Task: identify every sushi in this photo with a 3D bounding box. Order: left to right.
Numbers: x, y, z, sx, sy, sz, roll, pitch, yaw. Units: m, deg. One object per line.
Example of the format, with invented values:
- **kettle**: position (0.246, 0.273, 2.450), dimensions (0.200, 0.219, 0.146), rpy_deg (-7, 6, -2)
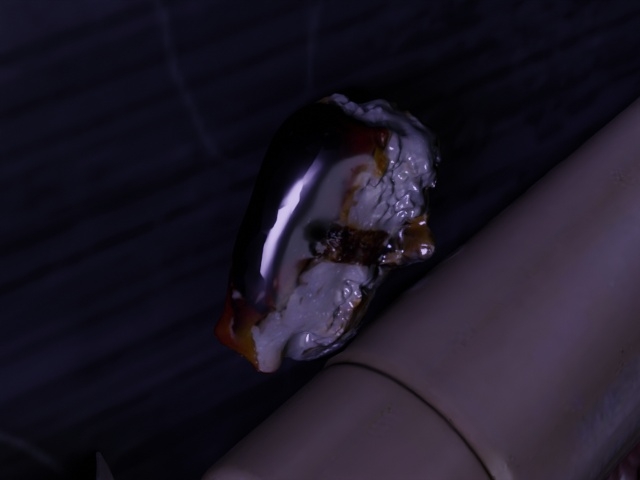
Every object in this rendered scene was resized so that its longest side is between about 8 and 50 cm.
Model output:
- **sushi**: position (0.000, 0.000, 0.507), dimensions (0.046, 0.044, 0.083), rpy_deg (6, 112, -48)

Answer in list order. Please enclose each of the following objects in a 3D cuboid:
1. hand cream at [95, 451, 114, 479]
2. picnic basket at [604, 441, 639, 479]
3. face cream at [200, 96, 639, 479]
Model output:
- **hand cream**: position (-0.055, 0.157, 0.555), dimensions (0.054, 0.087, 0.186), rpy_deg (-4, 134, 2)
- **picnic basket**: position (0.177, 0.134, 0.683), dimensions (0.297, 0.222, 0.129), rpy_deg (-30, 158, -26)
- **face cream**: position (0.106, 0.006, 0.600), dimensions (0.341, 0.084, 0.137), rpy_deg (-39, 134, -29)
